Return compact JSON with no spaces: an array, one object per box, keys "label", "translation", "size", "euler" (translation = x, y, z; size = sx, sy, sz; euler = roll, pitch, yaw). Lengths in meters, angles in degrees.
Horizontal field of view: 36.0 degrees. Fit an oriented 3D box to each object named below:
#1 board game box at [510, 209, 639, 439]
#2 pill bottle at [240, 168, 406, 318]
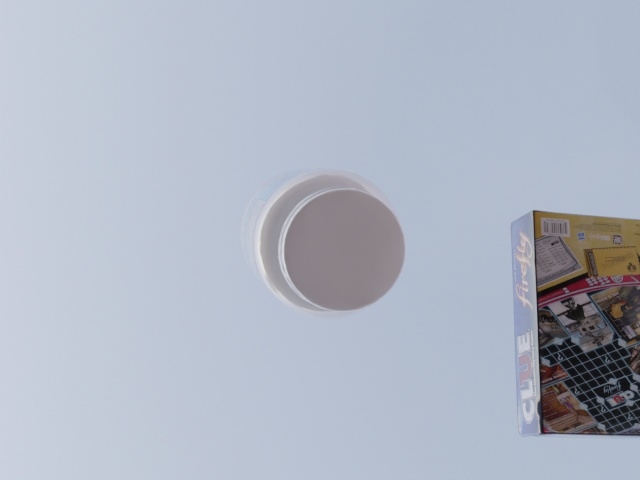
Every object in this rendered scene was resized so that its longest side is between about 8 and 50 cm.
[{"label":"board game box","translation":[0.267,0.069,0.749],"size":[0.243,0.042,0.165],"euler":[4,-104,-13]},{"label":"pill bottle","translation":[0.000,0.000,0.592],"size":[0.087,0.160,0.087],"euler":[-1,-86,-10]}]
